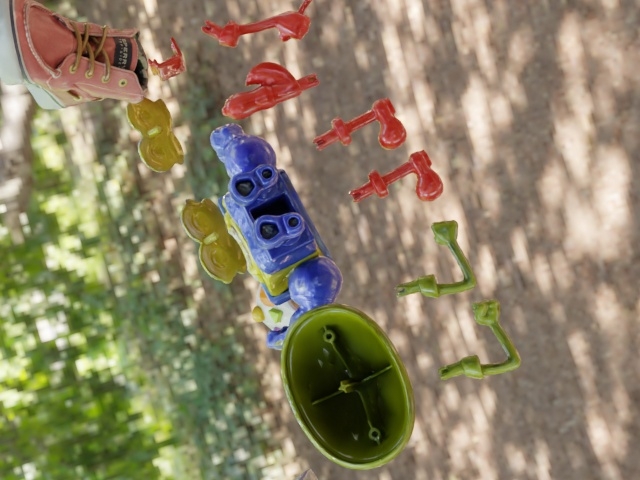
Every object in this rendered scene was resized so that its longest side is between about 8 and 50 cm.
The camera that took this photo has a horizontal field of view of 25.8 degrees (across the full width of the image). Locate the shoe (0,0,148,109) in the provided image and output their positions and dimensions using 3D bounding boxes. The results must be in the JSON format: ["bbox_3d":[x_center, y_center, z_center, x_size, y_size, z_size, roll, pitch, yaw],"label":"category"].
[{"bbox_3d":[-0.166,-0.130,0.947,0.178,0.081,0.063,70,-165,-82],"label":"shoe"}]

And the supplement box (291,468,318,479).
[{"bbox_3d":[-0.077,0.378,1.624,0.111,0.220,0.114,56,-171,1],"label":"supplement box"}]

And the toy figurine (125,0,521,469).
[{"bbox_3d":[0.000,0.000,1.156,0.362,0.191,0.217,60,175,7],"label":"toy figurine"}]

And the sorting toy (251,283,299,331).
[{"bbox_3d":[-0.016,0.076,1.264,0.075,0.045,0.083,27,167,47],"label":"sorting toy"}]
